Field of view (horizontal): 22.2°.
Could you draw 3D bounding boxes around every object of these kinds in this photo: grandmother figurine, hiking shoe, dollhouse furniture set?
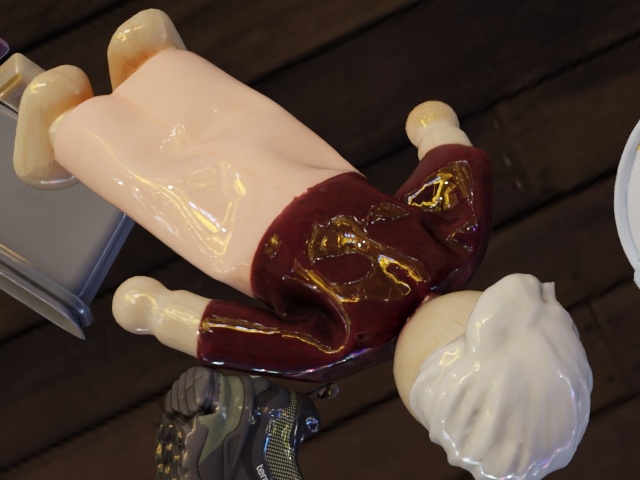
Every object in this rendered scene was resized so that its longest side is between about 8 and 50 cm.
[{"bbox_3d":[0.000,0.000,0.807,0.208,0.342,0.104,-41,144,-15],"label":"grandmother figurine"},{"bbox_3d":[-0.037,0.187,0.926,0.114,0.086,0.227,5,90,-19],"label":"hiking shoe"},{"bbox_3d":[-0.218,-0.110,1.071,0.091,0.081,0.114,-39,129,21],"label":"dollhouse furniture set"}]

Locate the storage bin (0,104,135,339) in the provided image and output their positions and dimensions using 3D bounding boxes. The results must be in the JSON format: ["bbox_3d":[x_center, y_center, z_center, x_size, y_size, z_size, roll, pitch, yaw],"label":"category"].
[{"bbox_3d":[-0.177,-0.014,1.001,0.135,0.098,0.091,33,78,3],"label":"storage bin"}]

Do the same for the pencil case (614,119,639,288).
[{"bbox_3d":[0.250,-0.038,0.721,0.273,0.113,0.124,-17,162,-40],"label":"pencil case"}]
